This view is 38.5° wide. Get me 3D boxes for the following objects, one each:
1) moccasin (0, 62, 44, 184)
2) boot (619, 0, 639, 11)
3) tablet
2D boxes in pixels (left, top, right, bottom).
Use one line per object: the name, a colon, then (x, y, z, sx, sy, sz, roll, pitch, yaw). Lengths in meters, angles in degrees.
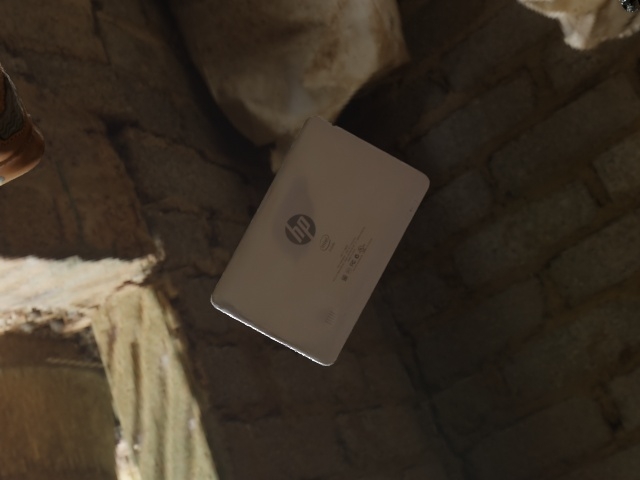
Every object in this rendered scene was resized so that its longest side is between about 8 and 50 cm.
moccasin: (-0.374, -0.058, 0.629, 0.380, 0.139, 0.147, -13, 148, 11)
boot: (0.111, -0.138, 0.366, 0.045, 0.099, 0.121, -44, 166, 27)
tablet: (0.000, 0.000, 0.351, 0.083, 0.054, 0.006, -62, -179, -2)
